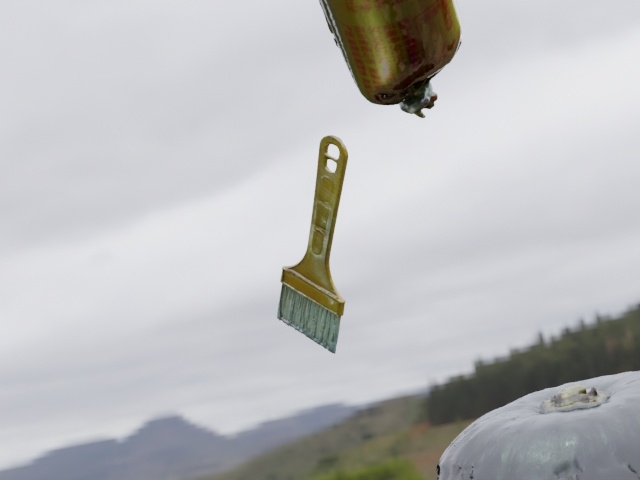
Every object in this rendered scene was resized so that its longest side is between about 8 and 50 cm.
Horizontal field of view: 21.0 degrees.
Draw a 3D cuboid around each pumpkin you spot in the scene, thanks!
[{"bbox_3d":[0.188,0.176,1.150,0.233,0.163,0.233,-9,3,0],"label":"pumpkin"}]

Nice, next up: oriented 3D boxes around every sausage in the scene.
[{"bbox_3d":[0.007,-0.202,0.851,0.082,0.082,0.372,-12,-48,13],"label":"sausage"}]

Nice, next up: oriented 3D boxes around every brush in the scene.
[{"bbox_3d":[0.000,0.000,1.656,0.082,0.218,0.010,28,33,32],"label":"brush"}]
